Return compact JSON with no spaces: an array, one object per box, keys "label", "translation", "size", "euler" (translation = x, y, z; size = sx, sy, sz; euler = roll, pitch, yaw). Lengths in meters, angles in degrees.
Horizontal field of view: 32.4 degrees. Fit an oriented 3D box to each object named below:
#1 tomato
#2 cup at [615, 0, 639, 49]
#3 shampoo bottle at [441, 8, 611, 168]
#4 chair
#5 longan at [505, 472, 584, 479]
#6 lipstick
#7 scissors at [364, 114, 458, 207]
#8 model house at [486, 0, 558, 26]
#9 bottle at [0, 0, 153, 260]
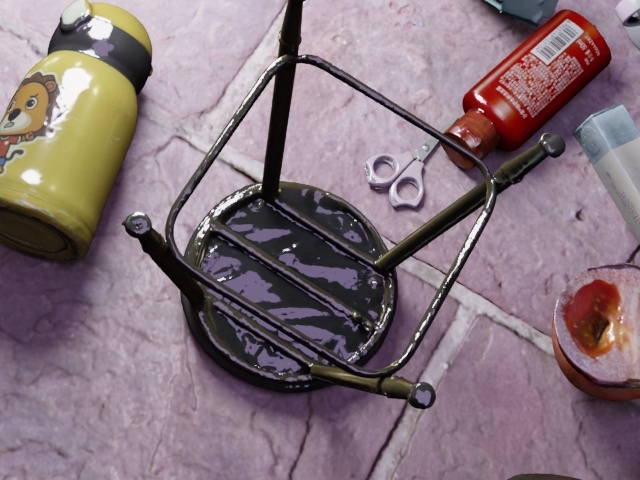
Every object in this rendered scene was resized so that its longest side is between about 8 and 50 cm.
[{"label":"tomato","translation":[0.421,0.139,1.555],"size":[0.228,0.112,0.199],"euler":[12,61,-7]},{"label":"cup","translation":[0.559,-0.392,1.725],"size":[0.221,0.202,0.167],"euler":[8,69,-9]},{"label":"shampoo bottle","translation":[0.312,-0.227,1.681],"size":[0.314,0.076,0.118],"euler":[-42,92,-22]},{"label":"chair","translation":[0.000,0.000,1.351],"size":[0.364,0.410,0.362],"euler":[31,68,0]},{"label":"longan","translation":[0.281,0.431,1.345],"size":[0.300,0.243,0.300],"euler":[-3,65,7]},{"label":"lipstick","translation":[0.500,-0.054,1.664],"size":[0.068,0.066,0.317],"euler":[-23,77,-21]},{"label":"scissors","translation":[0.148,-0.129,1.646],"size":[0.100,0.015,0.189],"euler":[43,65,3]},{"label":"model house","translation":[0.284,-0.418,1.719],"size":[0.148,0.149,0.119],"euler":[5,110,-42]},{"label":"bottle","translation":[-0.335,-0.161,1.474],"size":[0.171,0.171,0.351],"euler":[18,66,-5]}]
